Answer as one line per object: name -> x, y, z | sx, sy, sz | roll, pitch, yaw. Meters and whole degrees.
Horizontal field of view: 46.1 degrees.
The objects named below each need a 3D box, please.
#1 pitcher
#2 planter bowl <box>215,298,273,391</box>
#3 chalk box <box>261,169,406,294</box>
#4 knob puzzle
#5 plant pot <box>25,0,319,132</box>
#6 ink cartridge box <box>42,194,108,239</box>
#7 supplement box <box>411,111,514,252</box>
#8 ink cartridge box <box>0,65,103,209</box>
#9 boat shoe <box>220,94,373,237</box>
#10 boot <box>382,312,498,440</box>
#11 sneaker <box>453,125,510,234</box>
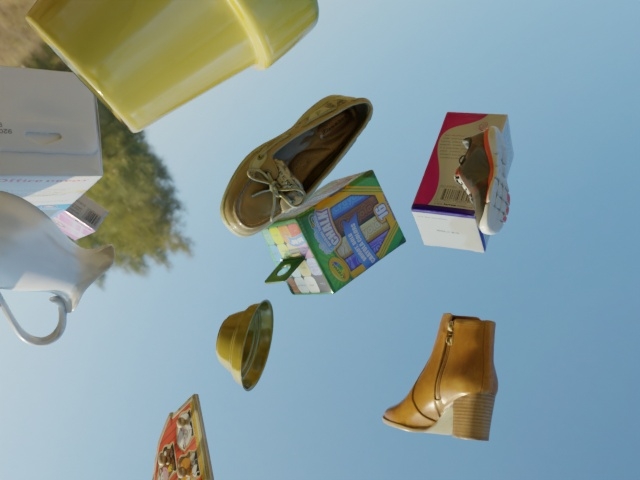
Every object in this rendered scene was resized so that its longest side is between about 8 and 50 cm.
pitcher -> -0.415, 0.038, 1.028 | 0.125, 0.207, 0.178 | 18, -101, 58
planter bowl -> -0.186, 0.236, 1.761 | 0.090, 0.217, 0.217 | 10, -139, 14
chalk box -> 0.000, 0.000, 1.595 | 0.289, 0.179, 0.180 | -33, -167, -31
knob puzzle -> -0.267, 0.400, 1.369 | 0.213, 0.030, 0.213 | -22, -119, 48
plant pot -> -0.169, -0.253, 0.815 | 0.239, 0.254, 0.254 | -45, -157, -7
ink cartridge box -> -0.648, -0.080, 1.862 | 0.069, 0.175, 0.371 | -60, -159, -16
supplement box -> 0.247, -0.103, 1.283 | 0.111, 0.114, 0.220 | 8, -120, 27
ink cartridge box -> -0.462, -0.151, 1.183 | 0.171, 0.168, 0.232 | -3, 171, -34
boat shoe -> -0.037, -0.120, 1.133 | 0.285, 0.104, 0.089 | -49, -159, -12
boot -> 0.213, 0.235, 1.329 | 0.295, 0.104, 0.211 | -19, -118, 62
sneaker -> 0.207, -0.074, 0.980 | 0.064, 0.061, 0.158 | -10, -126, 30
